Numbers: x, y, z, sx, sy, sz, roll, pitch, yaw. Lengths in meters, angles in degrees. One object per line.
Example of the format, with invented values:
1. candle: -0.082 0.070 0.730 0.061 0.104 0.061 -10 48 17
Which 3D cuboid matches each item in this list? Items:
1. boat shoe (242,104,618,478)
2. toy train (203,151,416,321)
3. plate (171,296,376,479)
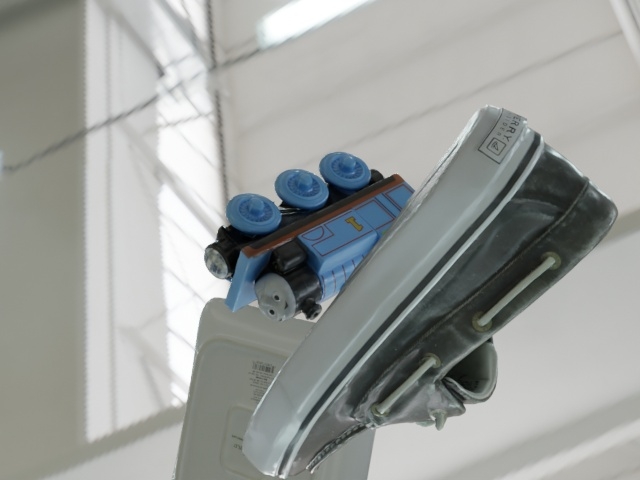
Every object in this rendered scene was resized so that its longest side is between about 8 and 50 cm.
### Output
1. boat shoe: 0.059 0.067 0.855 0.335 0.119 0.121 -54 178 40
2. toy train: 0.000 0.000 1.020 0.184 0.080 0.105 -27 -121 -38
3. plate: -0.063 0.215 1.428 0.277 0.045 0.278 11 -88 43
